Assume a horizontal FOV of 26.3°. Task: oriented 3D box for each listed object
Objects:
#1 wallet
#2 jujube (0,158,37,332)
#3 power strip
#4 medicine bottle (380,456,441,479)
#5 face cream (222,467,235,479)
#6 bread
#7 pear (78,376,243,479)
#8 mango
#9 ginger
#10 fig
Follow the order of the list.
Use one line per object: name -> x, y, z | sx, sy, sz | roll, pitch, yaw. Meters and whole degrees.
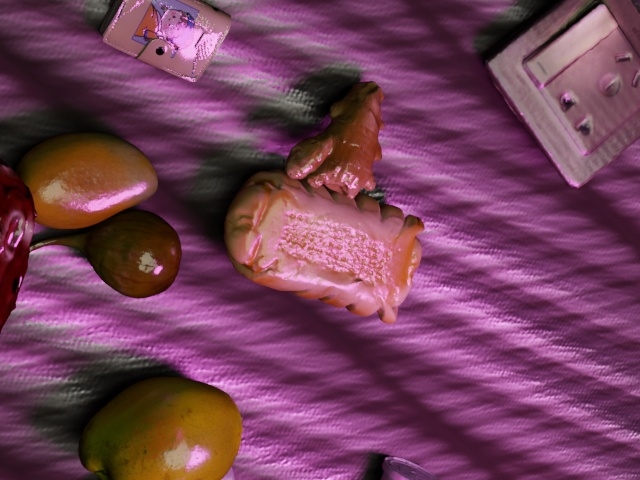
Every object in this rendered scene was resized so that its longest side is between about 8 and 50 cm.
wallet -> -0.207, -0.283, 1.833 | 0.155, 0.039, 0.110 | 22, 106, -31
jujube -> -0.509, 0.055, 1.698 | 0.258, 0.258, 0.376 | 28, 98, -30
power strip -> 0.402, -0.251, 2.108 | 0.257, 0.092, 0.251 | -38, 110, -8
medicine bottle -> 0.066, 0.561, 2.215 | 0.108, 0.108, 0.426 | 19, 100, -29
face cream -> -0.228, 0.375, 2.041 | 0.198, 0.057, 0.084 | -8, 109, -21
bread -> 0.000, 0.000, 1.984 | 0.311, 0.121, 0.172 | 19, 92, -27
pear -> -0.228, 0.286, 1.936 | 0.220, 0.187, 0.187 | -11, 111, -29
mango -> -0.313, -0.080, 1.826 | 0.195, 0.092, 0.130 | 1, 93, -20
ginger -> 0.043, -0.137, 1.938 | 0.205, 0.115, 0.081 | -52, 163, -25
fig -> -0.308, 0.016, 1.874 | 0.236, 0.124, 0.124 | 3, 107, -2
